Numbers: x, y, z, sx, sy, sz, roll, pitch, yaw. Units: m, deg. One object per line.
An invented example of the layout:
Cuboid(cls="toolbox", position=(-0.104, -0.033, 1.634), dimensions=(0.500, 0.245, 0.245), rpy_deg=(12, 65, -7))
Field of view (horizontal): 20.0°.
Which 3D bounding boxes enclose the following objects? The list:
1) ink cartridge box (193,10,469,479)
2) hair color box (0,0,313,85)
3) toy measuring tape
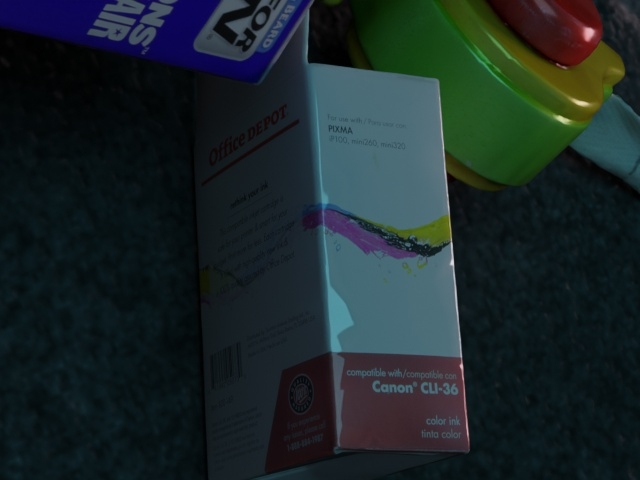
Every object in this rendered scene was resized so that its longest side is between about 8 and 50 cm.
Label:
Cuboid(cls="ink cartridge box", position=(0.000, 0.000, 0.768), dimensions=(0.067, 0.115, 0.198), rpy_deg=(4, 74, -29))
Cuboid(cls="hair color box", position=(-0.152, -0.164, 0.617), dimensions=(0.339, 0.110, 0.185), rpy_deg=(5, 34, -52))
Cuboid(cls="toy measuring tape", position=(0.117, -0.047, 0.854), dimensions=(0.330, 0.121, 0.121), rpy_deg=(35, 61, -23))
